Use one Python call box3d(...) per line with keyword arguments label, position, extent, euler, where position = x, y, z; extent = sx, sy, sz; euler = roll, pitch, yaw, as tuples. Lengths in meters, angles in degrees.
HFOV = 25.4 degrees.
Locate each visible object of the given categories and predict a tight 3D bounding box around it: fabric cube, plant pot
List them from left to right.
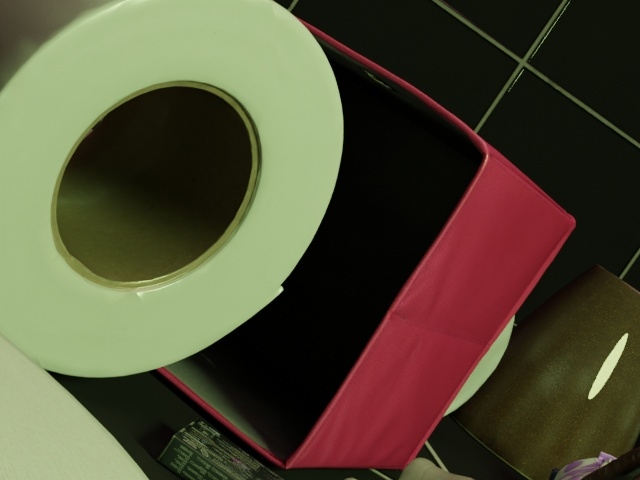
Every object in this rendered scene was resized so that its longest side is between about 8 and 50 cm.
box3d(label="fabric cube", position=(0.000, 0.000, 1.070), extent=(0.254, 0.259, 0.258), euler=(35, 6, 24))
box3d(label="plant pot", position=(0.290, 0.150, 1.599), extent=(0.215, 0.230, 0.215), euler=(34, 5, -3))

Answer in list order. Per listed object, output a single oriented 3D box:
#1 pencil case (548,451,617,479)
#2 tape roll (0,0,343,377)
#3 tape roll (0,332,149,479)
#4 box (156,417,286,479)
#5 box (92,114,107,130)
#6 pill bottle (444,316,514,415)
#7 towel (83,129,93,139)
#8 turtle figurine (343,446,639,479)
box3d(label="pencil case", position=(0.245, 0.246, 1.269), extent=(0.086, 0.088, 0.206), euler=(33, 6, 6))
box3d(label="tape roll", position=(-0.132, -0.065, 0.839), extent=(0.246, 0.246, 0.169), euler=(28, 9, -47))
box3d(label="tape roll", position=(-0.203, 0.054, 0.415), extent=(0.392, 0.072, 0.392), euler=(34, 6, -4))
box3d(label="box", position=(-0.050, 0.139, 0.831), extent=(0.083, 0.018, 0.067), euler=(35, 6, 5))
box3d(label="box", position=(-0.242, -0.118, 1.702), extent=(0.216, 0.060, 0.270), euler=(31, 7, -37))
box3d(label="pill bottle", position=(0.035, 0.035, 1.431), extent=(0.301, 0.169, 0.169), euler=(37, 6, 34))
box3d(label="towel", position=(-0.236, -0.069, 1.392), extent=(0.187, 0.049, 0.282), euler=(33, 7, 0))
box3d(label="turtle figurine", position=(0.137, 0.218, 0.726), extent=(0.266, 0.274, 0.198), euler=(11, 38, 29))
